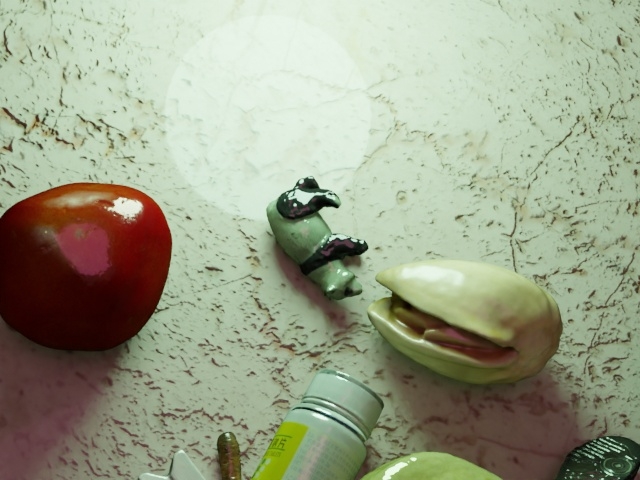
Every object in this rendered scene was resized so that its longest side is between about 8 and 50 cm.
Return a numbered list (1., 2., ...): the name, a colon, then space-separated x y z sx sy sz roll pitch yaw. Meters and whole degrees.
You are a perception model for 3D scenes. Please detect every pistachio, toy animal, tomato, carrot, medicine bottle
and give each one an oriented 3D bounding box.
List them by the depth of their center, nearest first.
1. medicine bottle: -0.010 0.336 1.847 0.143 0.143 0.258 30 65 4
2. carrot: -0.137 0.377 1.868 0.036 0.035 0.165 -5 70 -11
3. tomato: -0.370 0.031 1.877 0.299 0.226 0.298 5 65 -11
4. pistachio: 0.236 0.124 1.963 0.318 0.214 0.193 19 107 7
5. toy animal: 0.000 0.000 2.023 0.121 0.094 0.225 -33 84 -10

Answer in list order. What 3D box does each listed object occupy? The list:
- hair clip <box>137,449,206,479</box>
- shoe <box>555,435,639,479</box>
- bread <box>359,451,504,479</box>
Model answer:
1. hair clip: -0.152 0.471 1.798 0.101 0.085 0.331 -33 69 -23
2. shoe: 0.425 0.437 1.903 0.109 0.149 0.293 11 29 35
3. bread: 0.163 0.475 1.762 0.321 0.237 0.320 14 53 -20
